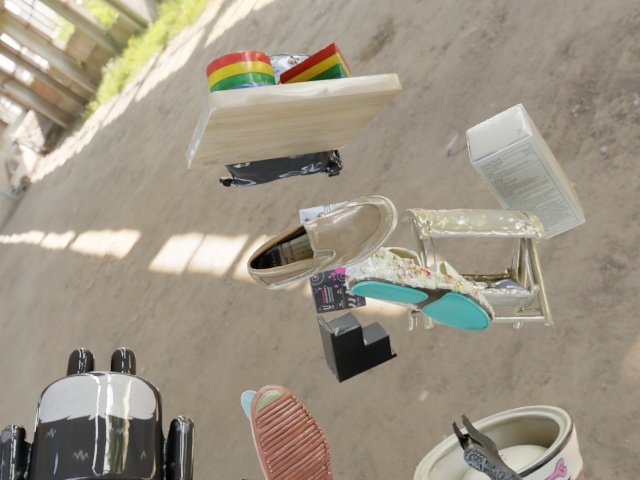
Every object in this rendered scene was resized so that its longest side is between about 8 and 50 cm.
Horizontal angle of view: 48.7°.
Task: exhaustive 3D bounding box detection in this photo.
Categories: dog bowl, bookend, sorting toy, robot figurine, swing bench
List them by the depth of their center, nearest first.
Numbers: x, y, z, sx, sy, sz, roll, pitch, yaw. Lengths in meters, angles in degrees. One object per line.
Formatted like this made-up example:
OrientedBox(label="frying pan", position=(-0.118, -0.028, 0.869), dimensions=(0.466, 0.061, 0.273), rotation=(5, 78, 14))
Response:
OrientedBox(label="robot figurine", position=(-0.300, 0.288, 0.954), dimensions=(0.209, 0.173, 0.278), rotation=(-22, 54, 18))
OrientedBox(label="sorting toy", position=(-0.056, -0.195, 1.010), dimensions=(0.255, 0.257, 0.089), rotation=(147, 112, -70))
OrientedBox(label="swing bench", position=(0.307, 0.051, 1.420), dimensions=(0.165, 0.253, 0.254), rotation=(129, 140, -79))
OrientedBox(label="bookend", position=(0.086, 0.224, 1.637), dimensions=(0.156, 0.157, 0.072), rotation=(-22, 36, -15))
OrientedBox(label="dog bowl", position=(0.436, 0.558, 1.690), dimensions=(0.408, 0.150, 0.408), rotation=(-26, 1, 1))

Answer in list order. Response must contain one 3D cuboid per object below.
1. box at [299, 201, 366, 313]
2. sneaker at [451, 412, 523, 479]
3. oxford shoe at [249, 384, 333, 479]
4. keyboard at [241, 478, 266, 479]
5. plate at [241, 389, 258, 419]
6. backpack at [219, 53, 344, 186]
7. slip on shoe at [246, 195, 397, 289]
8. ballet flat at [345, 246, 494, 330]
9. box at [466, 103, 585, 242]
OrientedBox(label="box", position=(0.030, 0.046, 1.894), dimensions=(0.142, 0.163, 0.247), rotation=(-11, 57, 0))
OrientedBox(label="sneaker", position=(0.314, 0.403, 1.309), dimensions=(0.051, 0.170, 0.089), rotation=(-50, 0, 19))
OrientedBox(label="oxford shoe", position=(-0.049, 0.469, 1.405), dimensions=(0.140, 0.397, 0.146), rotation=(-25, 5, -23))
OrientedBox(label="keyboard", position=(-0.252, 0.637, 1.642), dimensions=(0.317, 0.201, 0.033), rotation=(-44, 47, 27))
OrientedBox(label="plate", position=(-0.103, 0.404, 1.589), dimensions=(0.024, 0.188, 0.188), rotation=(-41, 13, -33))
OrientedBox(label="backpack", position=(-0.090, -0.262, 1.463), dimensions=(0.276, 0.213, 0.263), rotation=(-5, 49, 19))
OrientedBox(label="slip on shoe", position=(0.000, 0.000, 0.595), dimensions=(0.135, 0.041, 0.051), rotation=(-22, 69, 11))
OrientedBox(label="ballet flat", position=(0.139, 0.055, 0.947), dimensions=(0.091, 0.241, 0.077), rotation=(-35, 44, 46))
OrientedBox(label="box", position=(0.470, -0.144, 1.617), dimensions=(0.148, 0.311, 0.121), rotation=(-25, 39, 25))
